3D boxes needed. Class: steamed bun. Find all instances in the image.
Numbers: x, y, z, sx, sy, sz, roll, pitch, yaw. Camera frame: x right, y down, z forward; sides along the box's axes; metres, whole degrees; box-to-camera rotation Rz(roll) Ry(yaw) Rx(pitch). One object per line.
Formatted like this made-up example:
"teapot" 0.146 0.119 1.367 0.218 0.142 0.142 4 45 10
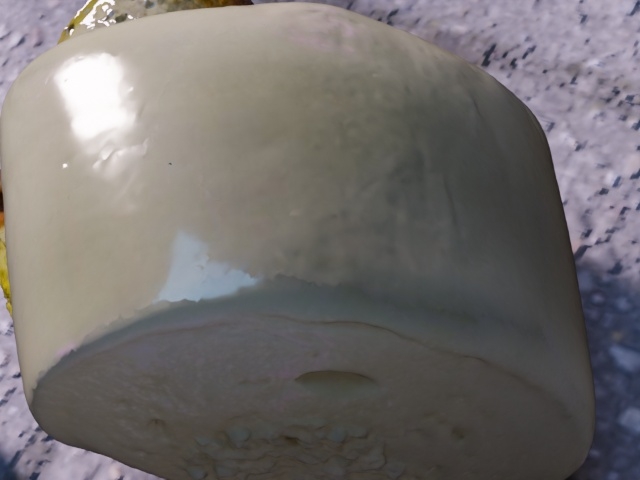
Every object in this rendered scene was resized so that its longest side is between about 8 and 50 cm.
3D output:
"steamed bun" 0.000 0.000 0.778 0.250 0.155 0.200 15 53 -28

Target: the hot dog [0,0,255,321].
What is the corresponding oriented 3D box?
"hot dog" -0.091 -0.019 0.895 0.093 0.123 0.261 -27 35 48
